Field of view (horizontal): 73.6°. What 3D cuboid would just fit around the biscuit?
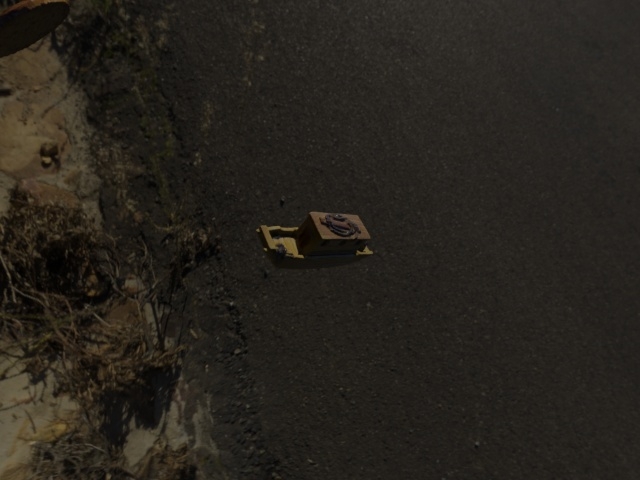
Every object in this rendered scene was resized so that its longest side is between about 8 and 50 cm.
[{"bbox_3d":[-0.550,-0.397,0.790,0.027,0.188,0.188,55,52,-22],"label":"biscuit"}]

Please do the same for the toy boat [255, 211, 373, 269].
[{"bbox_3d":[0.000,0.000,0.585,0.201,0.077,0.057,-1,53,-42],"label":"toy boat"}]
